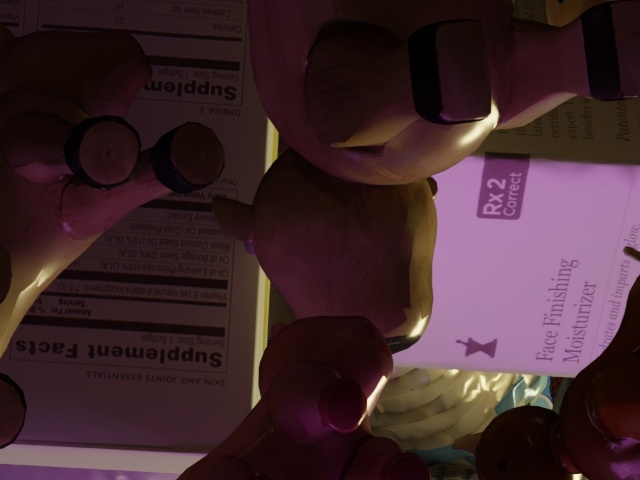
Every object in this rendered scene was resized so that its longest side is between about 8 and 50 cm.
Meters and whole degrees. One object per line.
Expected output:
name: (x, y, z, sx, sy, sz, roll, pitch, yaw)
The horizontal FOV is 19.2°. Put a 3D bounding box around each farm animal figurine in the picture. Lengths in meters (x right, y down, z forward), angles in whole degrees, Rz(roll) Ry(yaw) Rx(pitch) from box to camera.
farm animal figurine: (0.001, -0.042, 0.617, 0.330, 0.327, 0.172, 12, 172, -32)

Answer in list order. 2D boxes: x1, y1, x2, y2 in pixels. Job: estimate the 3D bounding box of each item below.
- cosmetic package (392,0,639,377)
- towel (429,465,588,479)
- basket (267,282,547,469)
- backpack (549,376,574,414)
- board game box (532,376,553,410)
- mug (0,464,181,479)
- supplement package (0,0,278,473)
cosmetic package: (0.096, -0.037, 0.930, 0.183, 0.151, 0.151, 2, 135, -1)
towel: (0.099, 0.200, 1.180, 0.235, 0.121, 0.283, -4, 178, 5)
basket: (0.000, 0.000, 1.168, 0.254, 0.201, 0.289, -3, 132, 41)
backpack: (0.266, 0.030, 1.306, 0.263, 0.213, 0.276, -7, 168, -6)
board game box: (0.196, 0.175, 1.661, 0.356, 0.356, 0.356, 4, 170, -10)
mug: (-0.205, 0.105, 1.530, 0.328, 0.276, 0.374, -24, 126, 31)
supplement package: (-0.117, -0.038, 0.813, 0.198, 0.263, 0.199, 4, 171, -1)
